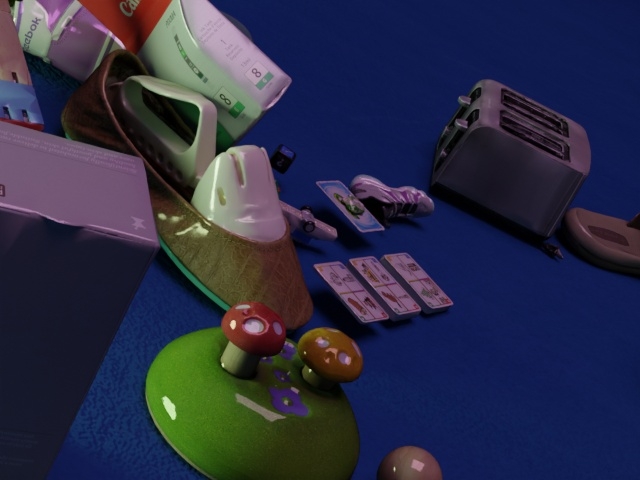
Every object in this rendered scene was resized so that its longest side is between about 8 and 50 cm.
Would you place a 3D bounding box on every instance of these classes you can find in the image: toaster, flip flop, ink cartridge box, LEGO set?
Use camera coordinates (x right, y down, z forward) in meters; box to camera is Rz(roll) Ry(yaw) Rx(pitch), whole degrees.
[{"bbox_3d":[0.233,-0.093,1.747,0.185,0.110,0.168,27,27,-4],"label":"toaster"},{"bbox_3d":[0.420,-0.005,1.805,0.277,0.080,0.112,13,30,-29],"label":"flip flop"},{"bbox_3d":[-0.151,-0.181,1.403,0.224,0.181,0.056,41,63,-6],"label":"ink cartridge box"},{"bbox_3d":[0.000,0.000,1.451,0.244,0.060,0.182,48,26,20],"label":"LEGO set"}]

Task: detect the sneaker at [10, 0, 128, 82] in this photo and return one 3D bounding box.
[{"bbox_3d":[-0.267,-0.274,1.595,0.161,0.102,0.282,21,27,-8],"label":"sneaker"}]

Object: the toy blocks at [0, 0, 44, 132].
[{"bbox_3d":[-0.401,-0.163,1.217,0.381,0.191,0.261,9,44,-36],"label":"toy blocks"}]

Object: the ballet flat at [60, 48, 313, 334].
[{"bbox_3d":[-0.114,-0.062,1.338,0.116,0.124,0.342,-7,43,-46],"label":"ballet flat"}]

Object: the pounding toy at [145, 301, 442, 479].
[{"bbox_3d":[-0.015,0.120,1.128,0.237,0.110,0.183,40,29,22],"label":"pounding toy"}]

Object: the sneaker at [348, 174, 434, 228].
[{"bbox_3d":[0.078,-0.032,1.574,0.098,0.038,0.069,13,31,-10],"label":"sneaker"}]

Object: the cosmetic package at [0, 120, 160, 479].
[{"bbox_3d":[-0.204,0.049,0.926,0.127,0.238,0.107,16,29,-25],"label":"cosmetic package"}]

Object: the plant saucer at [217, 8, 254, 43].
[{"bbox_3d":[-0.129,-0.258,1.785,0.119,0.021,0.119,23,27,-13],"label":"plant saucer"}]
